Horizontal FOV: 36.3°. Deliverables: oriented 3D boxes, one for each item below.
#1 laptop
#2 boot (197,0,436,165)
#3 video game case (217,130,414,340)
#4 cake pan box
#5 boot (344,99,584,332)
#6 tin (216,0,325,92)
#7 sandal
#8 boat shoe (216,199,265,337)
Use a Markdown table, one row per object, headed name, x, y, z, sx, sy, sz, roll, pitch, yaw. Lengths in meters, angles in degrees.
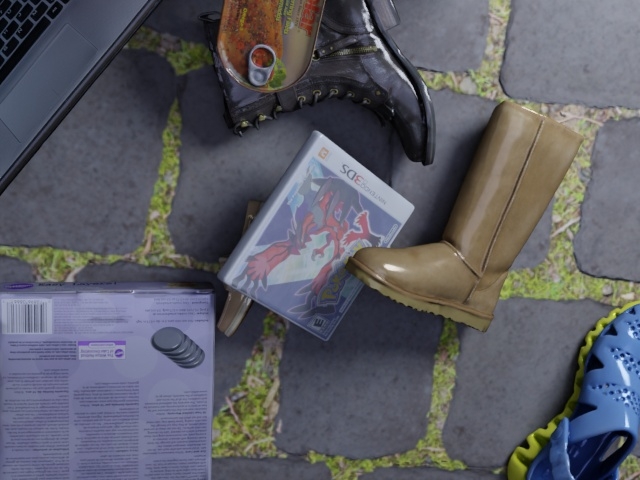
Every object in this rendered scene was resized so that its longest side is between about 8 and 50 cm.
| name | x | y | z | sx | sy | sz | roll | pitch | yaw |
| --- | --- | --- | --- | --- | --- | --- | --- | --- | --- |
| laptop | -0.392 | -0.282 | 0.971 | 0.382 | 0.408 | 0.236 | -50 | 138 | 2 |
| boot | -0.002 | -0.175 | 1.139 | 0.229 | 0.091 | 0.263 | -23 | 99 | 0 |
| video game case | 0.000 | 0.000 | 1.151 | 0.183 | 0.023 | 0.201 | 34 | 90 | -39 |
| cake pan box | -0.258 | 0.172 | 1.157 | 0.266 | 0.070 | 0.246 | -1 | 98 | -10 |
| boot | 0.172 | -0.044 | 1.174 | 0.236 | 0.089 | 0.269 | 20 | 98 | -36 |
| tin | -0.048 | -0.252 | 1.042 | 0.106 | 0.040 | 0.190 | 16 | 117 | 3 |
| sandal | 0.370 | 0.224 | 1.244 | 0.126 | 0.138 | 0.317 | 28 | 92 | -12 |
| boat shoe | -0.094 | 0.031 | 1.168 | 0.059 | 0.063 | 0.170 | 23 | 95 | -1 |
